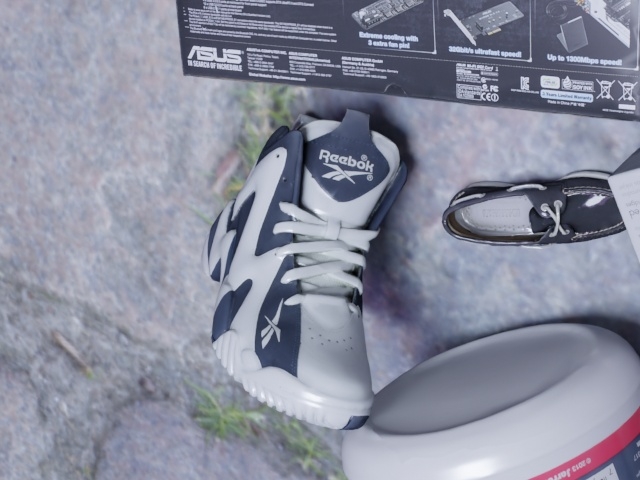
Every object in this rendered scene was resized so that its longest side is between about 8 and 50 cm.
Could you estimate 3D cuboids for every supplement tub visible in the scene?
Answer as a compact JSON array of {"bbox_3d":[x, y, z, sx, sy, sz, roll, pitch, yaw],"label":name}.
[{"bbox_3d":[0.142,0.206,0.890,0.191,0.191,0.272,-13,103,35],"label":"supplement tub"}]

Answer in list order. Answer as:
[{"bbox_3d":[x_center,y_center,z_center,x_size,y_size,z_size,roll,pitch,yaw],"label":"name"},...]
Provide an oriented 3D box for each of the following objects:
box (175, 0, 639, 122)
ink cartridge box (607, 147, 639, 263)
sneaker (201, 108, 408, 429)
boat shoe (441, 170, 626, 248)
[{"bbox_3d":[0.053,-0.205,0.833,0.307,0.076,0.242,8,115,28],"label":"box"},{"bbox_3d":[0.250,0.024,0.825,0.104,0.061,0.181,-16,102,35],"label":"ink cartridge box"},{"bbox_3d":[0.000,0.000,0.895,0.094,0.235,0.153,18,112,-17],"label":"sneaker"},{"bbox_3d":[0.135,-0.017,0.891,0.125,0.038,0.046,4,113,30],"label":"boat shoe"}]
